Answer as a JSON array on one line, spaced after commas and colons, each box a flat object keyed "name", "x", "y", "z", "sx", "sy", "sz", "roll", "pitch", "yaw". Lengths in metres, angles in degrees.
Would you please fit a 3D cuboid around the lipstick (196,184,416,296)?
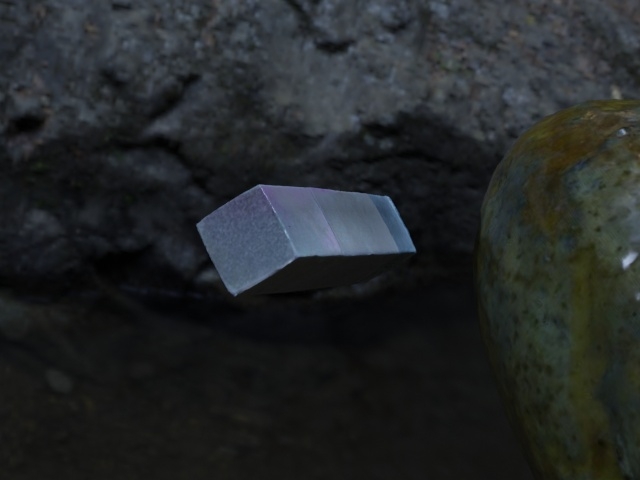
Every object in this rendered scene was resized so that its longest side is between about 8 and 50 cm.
[{"name": "lipstick", "x": 0.000, "y": 0.000, "z": 1.044, "sx": 0.068, "sy": 0.066, "sz": 0.317, "roll": 63, "pitch": 18, "yaw": 9}]

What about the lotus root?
[{"name": "lotus root", "x": 0.221, "y": 0.057, "z": 0.784, "sx": 0.250, "sy": 0.250, "sz": 0.346, "roll": 5, "pitch": 44, "yaw": -22}]
